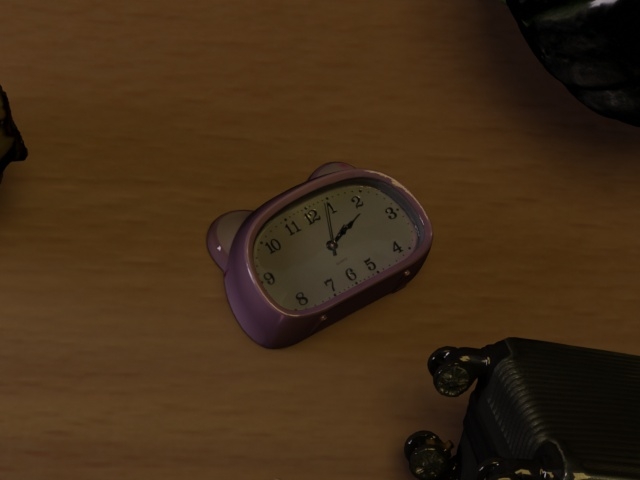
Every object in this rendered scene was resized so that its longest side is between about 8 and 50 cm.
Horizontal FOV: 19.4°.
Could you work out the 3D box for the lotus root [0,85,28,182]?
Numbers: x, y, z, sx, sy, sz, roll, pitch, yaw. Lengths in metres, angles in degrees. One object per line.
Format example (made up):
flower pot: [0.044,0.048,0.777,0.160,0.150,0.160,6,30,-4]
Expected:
lotus root: [-0.299,-0.070,1.222,0.214,0.138,0.138,0,66,-1]

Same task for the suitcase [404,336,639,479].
suitcase: [0.225,0.166,1.226,0.312,0.128,0.202,10,22,-13]

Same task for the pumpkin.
pumpkin: [0.236,-0.214,1.403,0.295,0.296,0.296,6,65,-13]

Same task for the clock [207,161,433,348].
clock: [0.000,0.000,1.322,0.152,0.050,0.110,-27,76,-25]

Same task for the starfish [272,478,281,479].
starfish: [-0.101,0.251,1.150,0.295,0.048,0.231,-14,70,-44]
